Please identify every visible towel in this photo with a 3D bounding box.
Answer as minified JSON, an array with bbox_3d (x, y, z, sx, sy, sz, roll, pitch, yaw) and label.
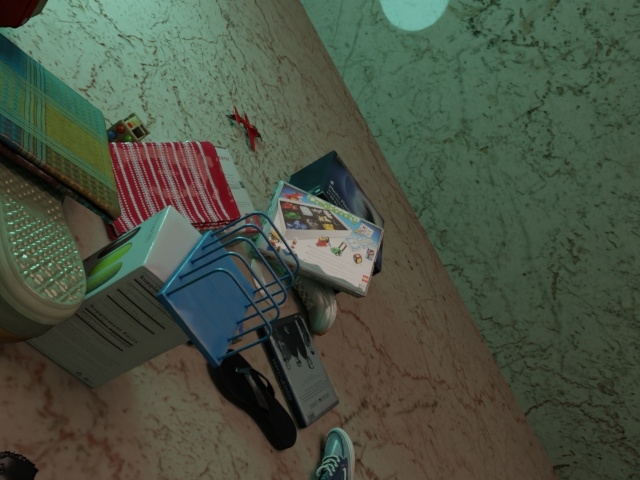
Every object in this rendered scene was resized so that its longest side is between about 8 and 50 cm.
[{"bbox_3d":[-0.438,-0.194,0.912,0.271,0.040,0.370,41,11,-40],"label":"towel"},{"bbox_3d":[-0.297,-0.106,1.139,0.274,0.031,0.199,-10,72,-42],"label":"towel"}]

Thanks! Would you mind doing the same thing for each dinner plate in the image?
[{"bbox_3d":[-0.119,0.097,1.430,0.141,0.017,0.141,47,27,-34],"label":"dinner plate"}]

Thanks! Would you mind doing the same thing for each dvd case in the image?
[{"bbox_3d":[-0.048,0.289,1.346,0.179,0.029,0.239,-5,69,-65],"label":"dvd case"}]

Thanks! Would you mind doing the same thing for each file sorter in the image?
[{"bbox_3d":[-0.107,0.054,0.767,0.118,0.104,0.170,57,23,-18],"label":"file sorter"}]

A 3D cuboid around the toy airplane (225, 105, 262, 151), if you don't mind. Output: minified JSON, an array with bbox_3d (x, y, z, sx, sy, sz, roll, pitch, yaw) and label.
[{"bbox_3d":[-0.215,-0.332,1.686,0.151,0.028,0.151,47,26,-31],"label":"toy airplane"}]

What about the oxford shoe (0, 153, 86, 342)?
[{"bbox_3d":[-0.435,-0.044,0.807,0.169,0.130,0.449,32,23,-50],"label":"oxford shoe"}]

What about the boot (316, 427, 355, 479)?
[{"bbox_3d":[0.027,0.481,1.235,0.086,0.069,0.190,41,32,-45],"label":"boot"}]

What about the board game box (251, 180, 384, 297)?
[{"bbox_3d":[0.000,0.000,1.477,0.305,0.053,0.193,25,68,-17],"label":"board game box"}]

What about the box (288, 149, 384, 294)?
[{"bbox_3d":[0.038,-0.059,1.718,0.296,0.182,0.294,53,23,-21],"label":"box"}]

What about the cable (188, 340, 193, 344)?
[{"bbox_3d":[-0.258,0.102,1.112,0.150,0.047,0.184,36,36,-37],"label":"cable"}]

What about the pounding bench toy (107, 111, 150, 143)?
[{"bbox_3d":[-0.378,-0.201,1.175,0.083,0.052,0.065,54,24,-17],"label":"pounding bench toy"}]

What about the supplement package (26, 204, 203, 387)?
[{"bbox_3d":[-0.270,0.084,0.840,0.134,0.244,0.139,48,26,-29],"label":"supplement package"}]

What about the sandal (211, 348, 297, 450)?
[{"bbox_3d":[-0.118,0.302,1.154,0.254,0.054,0.097,52,25,-21],"label":"sandal"}]

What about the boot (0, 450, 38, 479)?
[{"bbox_3d":[-0.352,0.309,0.682,0.121,0.045,0.099,44,26,-35],"label":"boot"}]

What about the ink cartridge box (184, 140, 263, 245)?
[{"bbox_3d":[-0.239,-0.099,1.299,0.158,0.092,0.218,-4,70,-64],"label":"ink cartridge box"}]

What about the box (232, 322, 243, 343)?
[{"bbox_3d":[-0.195,0.137,1.213,0.081,0.028,0.136,40,33,-41],"label":"box"}]

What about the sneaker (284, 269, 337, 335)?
[{"bbox_3d":[-0.037,0.118,1.508,0.121,0.099,0.262,11,56,-32],"label":"sneaker"}]

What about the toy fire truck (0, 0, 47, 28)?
[{"bbox_3d":[-0.557,-0.437,0.904,0.217,0.158,0.246,41,33,-17],"label":"toy fire truck"}]
